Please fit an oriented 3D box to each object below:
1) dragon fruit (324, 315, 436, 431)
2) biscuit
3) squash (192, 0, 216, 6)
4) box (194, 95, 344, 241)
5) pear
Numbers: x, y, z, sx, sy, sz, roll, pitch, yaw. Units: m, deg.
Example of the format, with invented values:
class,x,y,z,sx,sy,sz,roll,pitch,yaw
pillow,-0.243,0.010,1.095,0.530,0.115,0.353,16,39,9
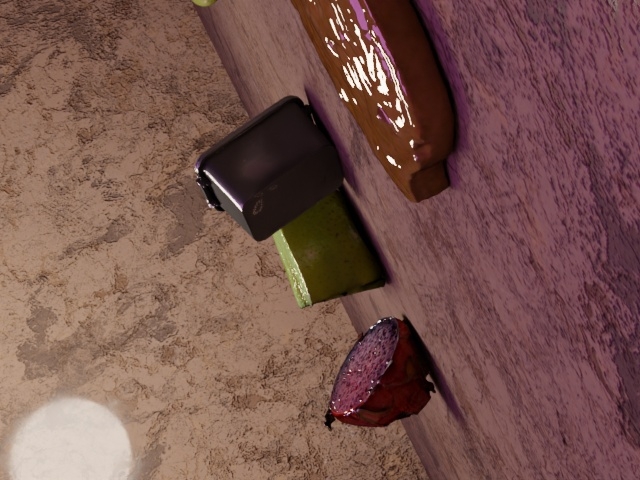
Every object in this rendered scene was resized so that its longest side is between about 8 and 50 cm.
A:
class,x,y,z,sx,sy,sz,roll,pitch,yaw
dragon fruit,0.133,0.269,2.141,0.148,0.218,0.224,33,-129,-18
biscuit,0.019,-0.230,1.134,0.385,0.062,0.365,63,177,18
squash,-0.267,-0.599,2.499,0.250,0.083,0.083,81,163,-66
box,-0.080,-0.120,2.006,0.135,0.243,0.163,46,166,34
pear,0.000,0.000,2.190,0.292,0.159,0.292,156,90,-83
